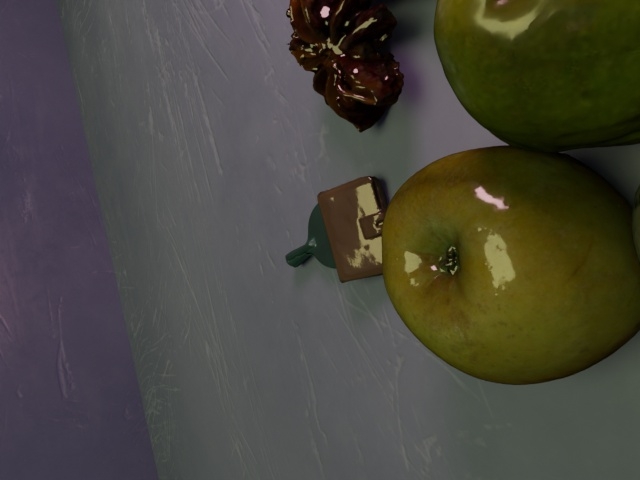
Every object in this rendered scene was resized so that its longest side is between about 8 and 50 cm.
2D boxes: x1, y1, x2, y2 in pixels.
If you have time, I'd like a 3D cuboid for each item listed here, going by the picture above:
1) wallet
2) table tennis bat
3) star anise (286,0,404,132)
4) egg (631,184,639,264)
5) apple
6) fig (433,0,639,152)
[{"bbox_3d":[0.061,-0.017,0.762,0.118,0.039,0.152,-14,88,37],"label":"wallet"},{"bbox_3d":[0.000,0.000,0.864,0.201,0.033,0.124,-35,68,46],"label":"table tennis bat"},{"bbox_3d":[0.041,-0.268,0.684,0.220,0.126,0.190,62,172,-10],"label":"star anise"},{"bbox_3d":[0.331,0.007,0.328,0.228,0.177,0.177,46,133,11],"label":"egg"},{"bbox_3d":[0.184,0.024,0.500,0.261,0.194,0.260,11,104,52],"label":"apple"},{"bbox_3d":[0.252,-0.155,0.377,0.314,0.233,0.233,32,124,16],"label":"fig"}]
